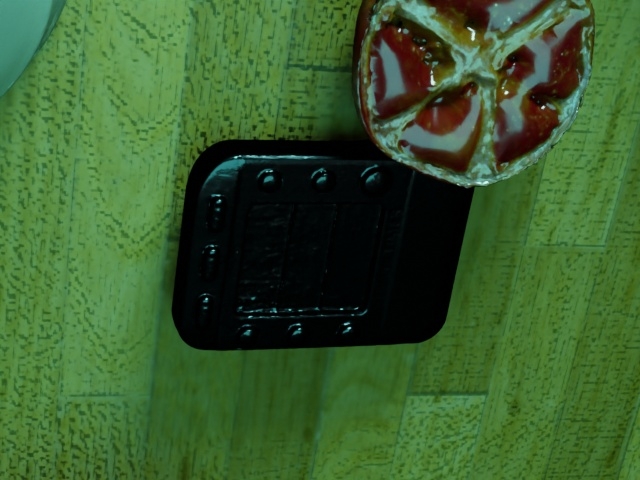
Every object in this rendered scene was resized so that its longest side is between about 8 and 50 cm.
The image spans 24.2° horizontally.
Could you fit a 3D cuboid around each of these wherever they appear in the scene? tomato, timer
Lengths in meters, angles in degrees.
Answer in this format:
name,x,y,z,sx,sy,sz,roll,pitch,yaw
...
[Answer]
name,x,y,z,sx,sy,sz,roll,pitch,yaw
tomato,0.088,-0.113,0.915,0.156,0.069,0.155,-4,114,-9
timer,0.000,0.000,0.971,0.187,0.055,0.144,0,120,-19

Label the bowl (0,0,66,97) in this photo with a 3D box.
name,x,y,z,sx,sy,sz,roll,pitch,yaw
bowl,-0.241,-0.146,0.781,0.238,0.126,0.237,-7,120,-12
